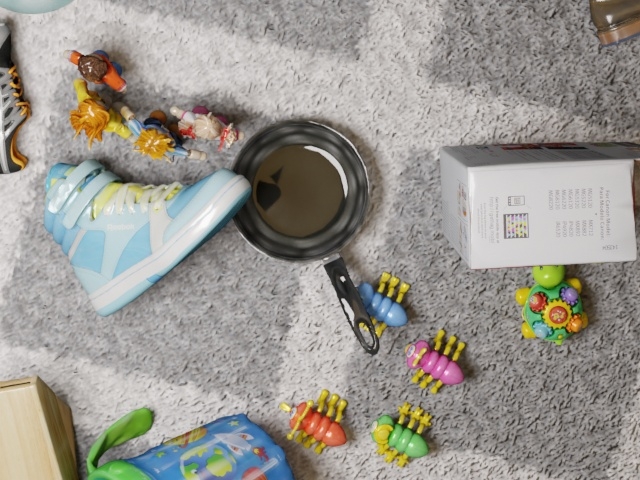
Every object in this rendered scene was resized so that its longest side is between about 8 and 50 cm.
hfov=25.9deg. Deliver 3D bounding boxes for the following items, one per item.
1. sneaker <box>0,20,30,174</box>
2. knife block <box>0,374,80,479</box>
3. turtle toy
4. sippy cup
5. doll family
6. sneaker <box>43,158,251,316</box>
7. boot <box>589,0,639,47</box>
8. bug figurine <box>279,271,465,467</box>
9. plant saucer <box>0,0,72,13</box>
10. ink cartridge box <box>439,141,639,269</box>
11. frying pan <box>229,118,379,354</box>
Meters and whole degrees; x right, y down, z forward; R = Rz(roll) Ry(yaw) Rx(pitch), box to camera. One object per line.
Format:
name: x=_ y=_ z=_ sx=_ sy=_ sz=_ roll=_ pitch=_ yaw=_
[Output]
sneaker: x=-0.431 y=-0.189 z=1.881 sx=0.083 sy=0.084 sz=0.215 roll=7 pitch=107 yaw=-4
knife block: x=-0.381 y=0.331 z=1.876 sx=0.088 sy=0.276 sz=0.242 roll=-10 pitch=68 yaw=0
turtle toy: x=0.322 y=0.084 z=1.937 sx=0.095 sy=0.066 sz=0.130 roll=-12 pitch=98 yaw=0
sippy cup: x=-0.159 y=0.354 z=1.872 sx=0.224 sy=0.240 sz=0.305 roll=-31 pitch=90 yaw=-32
doll family: x=-0.238 y=-0.154 z=1.843 sx=0.263 sy=0.163 sz=0.118 roll=26 pitch=96 yaw=-5
sneaker: x=-0.250 y=-0.050 z=1.831 sx=0.319 sy=0.127 sz=0.208 roll=-36 pitch=93 yaw=33
boot: x=0.461 y=-0.353 z=1.872 sx=0.219 sy=0.082 sz=0.106 roll=-26 pitch=100 yaw=4
bug figurine: x=0.081 y=0.196 z=1.945 sx=0.216 sy=0.072 sz=0.279 roll=25 pitch=96 yaw=-5
plant saucer: x=-0.392 y=-0.402 z=1.871 sx=0.195 sy=0.037 sz=0.195 roll=0 pitch=97 yaw=-2
ink cartridge box: x=0.304 y=-0.053 z=1.795 sx=0.272 sy=0.309 sz=0.130 roll=-3 pitch=98 yaw=0
frying pan: x=0.018 y=-0.024 z=1.904 sx=0.326 sy=0.053 sz=0.197 roll=42 pitch=93 yaw=2
